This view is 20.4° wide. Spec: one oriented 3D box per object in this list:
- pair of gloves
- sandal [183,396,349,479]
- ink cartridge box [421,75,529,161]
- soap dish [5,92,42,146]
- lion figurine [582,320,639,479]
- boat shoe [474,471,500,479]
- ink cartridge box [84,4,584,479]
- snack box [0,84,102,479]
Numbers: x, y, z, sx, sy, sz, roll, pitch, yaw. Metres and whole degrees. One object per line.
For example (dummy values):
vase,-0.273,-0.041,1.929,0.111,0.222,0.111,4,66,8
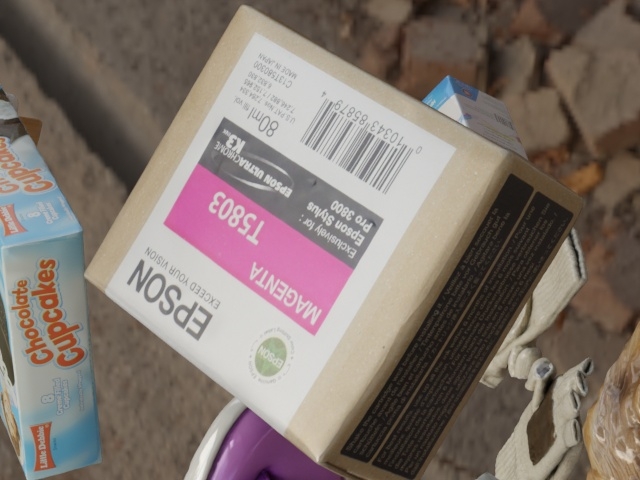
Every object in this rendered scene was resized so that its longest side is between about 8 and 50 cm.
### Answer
pair of gloves,0.201,0.125,1.705,0.042,0.204,0.240,8,59,-18
sandal,-0.041,0.316,1.432,0.169,0.416,0.102,1,14,-42
ink cartridge box,0.158,-0.094,1.777,0.088,0.052,0.122,22,36,-37
soap dish,-0.429,-0.076,1.701,0.229,0.291,0.118,-11,87,18
lion figurine,0.375,0.076,1.236,0.392,0.142,0.240,-11,42,32
boat shoe,-0.085,0.117,0.405,0.302,0.113,0.103,-25,73,-10
ink cartridge box,0.000,0.000,0.998,0.235,0.088,0.193,33,93,41
snack box,-0.231,0.003,1.277,0.060,0.187,0.322,-12,32,-18
